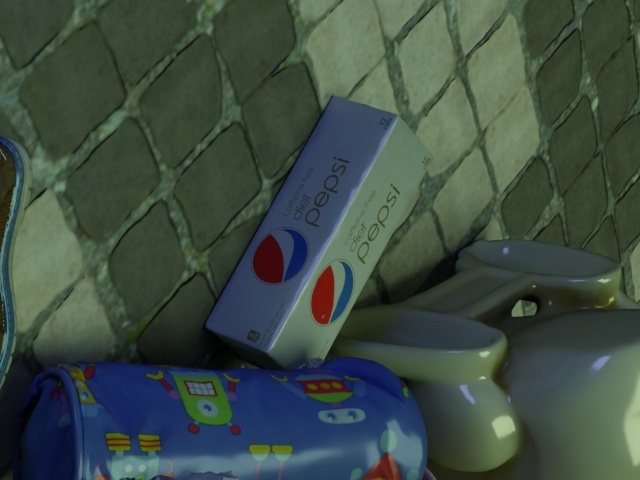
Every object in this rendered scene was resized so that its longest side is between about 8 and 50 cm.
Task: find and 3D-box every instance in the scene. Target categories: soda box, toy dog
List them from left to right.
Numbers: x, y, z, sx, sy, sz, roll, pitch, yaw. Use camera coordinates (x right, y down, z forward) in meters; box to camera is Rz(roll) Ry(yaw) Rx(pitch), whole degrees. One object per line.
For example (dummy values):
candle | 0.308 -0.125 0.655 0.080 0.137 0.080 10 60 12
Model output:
soda box | 0.000 0.000 1.484 0.216 0.069 0.074 -61 144 -13
toy dog | 0.214 0.238 1.639 0.284 0.395 0.407 -33 124 -54

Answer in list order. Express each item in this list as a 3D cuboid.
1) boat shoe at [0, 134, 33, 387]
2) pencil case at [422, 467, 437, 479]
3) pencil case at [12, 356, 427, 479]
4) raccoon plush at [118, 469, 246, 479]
boat shoe | -0.228 0.023 1.174 0.066 0.066 0.183 0 97 -70
pencil case | 0.018 0.348 1.568 0.160 0.167 0.386 -11 130 -17
pencil case | -0.071 0.142 1.349 0.306 0.133 0.119 1 140 -35
raccoon plush | -0.125 0.273 1.187 0.299 0.446 0.216 4 72 -56
